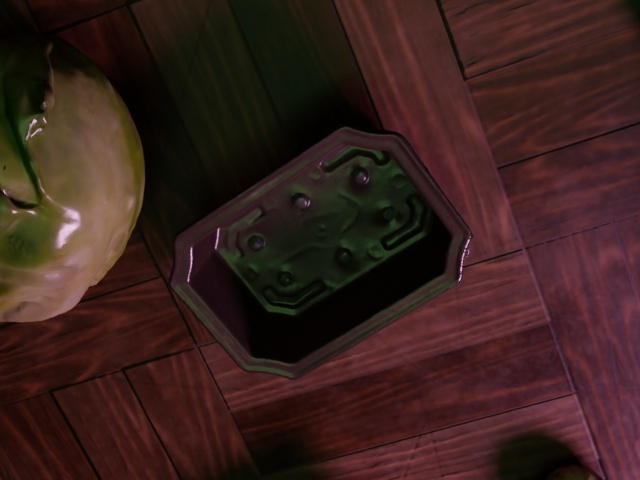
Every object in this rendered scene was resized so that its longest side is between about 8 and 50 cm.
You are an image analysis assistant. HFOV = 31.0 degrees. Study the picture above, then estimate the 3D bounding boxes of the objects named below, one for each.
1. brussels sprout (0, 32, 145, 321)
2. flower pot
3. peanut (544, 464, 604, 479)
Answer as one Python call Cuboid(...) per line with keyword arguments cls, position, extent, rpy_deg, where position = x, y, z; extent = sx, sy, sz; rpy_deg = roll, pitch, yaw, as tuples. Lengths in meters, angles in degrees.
Cuboid(cls="brussels sprout", position=(-0.282, -0.061, 0.954), extent=(0.259, 0.227, 0.294), rpy_deg=(0, 125, 22))
Cuboid(cls="flower pot", position=(0.000, 0.000, 1.030), extent=(0.251, 0.084, 0.179), rpy_deg=(-33, 108, 18))
Cuboid(cls="peanut", position=(0.252, 0.313, 1.158), extent=(0.082, 0.082, 0.187), rpy_deg=(3, 115, 4))
